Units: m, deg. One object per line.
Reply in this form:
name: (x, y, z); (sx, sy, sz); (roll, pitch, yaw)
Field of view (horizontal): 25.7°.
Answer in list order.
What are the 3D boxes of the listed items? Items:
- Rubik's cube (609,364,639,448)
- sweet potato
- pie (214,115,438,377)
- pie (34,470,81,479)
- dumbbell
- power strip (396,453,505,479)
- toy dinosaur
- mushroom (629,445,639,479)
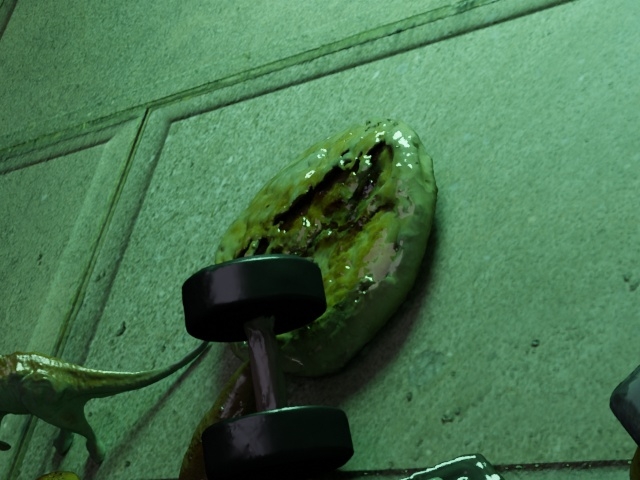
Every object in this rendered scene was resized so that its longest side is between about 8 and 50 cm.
Rubik's cube: (0.442, 0.144, 0.797); (0.344, 0.337, 0.344); (-45, 38, 10)
sweet potato: (-0.102, 0.207, 1.568); (0.068, 0.060, 0.206); (29, 101, 24)
pie: (0.000, 0.000, 1.623); (0.339, 0.077, 0.339); (-28, 42, 29)
pie: (-0.364, 0.391, 1.666); (0.273, 0.069, 0.273); (-54, 14, 19)
dumbbell: (-0.058, 0.136, 1.452); (0.152, 0.152, 0.218); (-23, 68, 34)
power strip: (0.078, 0.288, 1.198); (0.257, 0.092, 0.251); (-20, 31, -13)
toy dinosaur: (-0.317, 0.196, 1.735); (0.393, 0.205, 0.092); (-17, 39, 14)
mushroom: (0.305, 0.193, 1.148); (0.123, 0.052, 0.123); (-29, 45, 33)
